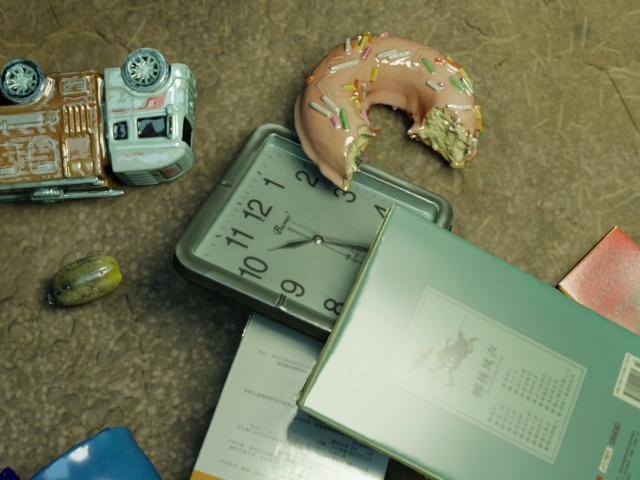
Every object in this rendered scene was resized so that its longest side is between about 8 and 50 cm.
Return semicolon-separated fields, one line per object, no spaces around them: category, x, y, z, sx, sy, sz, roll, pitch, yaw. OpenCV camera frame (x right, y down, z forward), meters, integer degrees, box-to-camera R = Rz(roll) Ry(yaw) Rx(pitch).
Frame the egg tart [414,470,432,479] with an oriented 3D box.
egg tart;0.240;0.209;1.285;0.288;0.118;0.288;1;73;-2

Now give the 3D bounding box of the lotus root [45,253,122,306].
lotus root;-0.287;0.051;1.340;0.099;0.049;0.054;-23;80;-1

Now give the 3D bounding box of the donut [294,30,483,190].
donut;0.081;-0.171;1.365;0.233;0.085;0.199;-13;64;-15

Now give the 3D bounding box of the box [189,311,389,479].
box;-0.028;0.245;1.248;0.200;0.106;0.299;18;67;3

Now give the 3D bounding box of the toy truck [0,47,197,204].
toy truck;-0.300;-0.128;1.342;0.305;0.136;0.162;-5;83;0

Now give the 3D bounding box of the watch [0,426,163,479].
watch;-0.272;0.293;1.209;0.200;0.196;0.171;-37;85;1

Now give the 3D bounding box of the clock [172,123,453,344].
clock;0.000;0.000;1.309;0.279;0.049;0.273;24;47;6

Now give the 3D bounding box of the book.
book;0.191;0.151;1.199;0.379;0.031;0.264;29;66;-3

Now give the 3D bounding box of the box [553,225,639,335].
box;0.380;0.082;1.348;0.112;0.048;0.175;-42;80;-12
